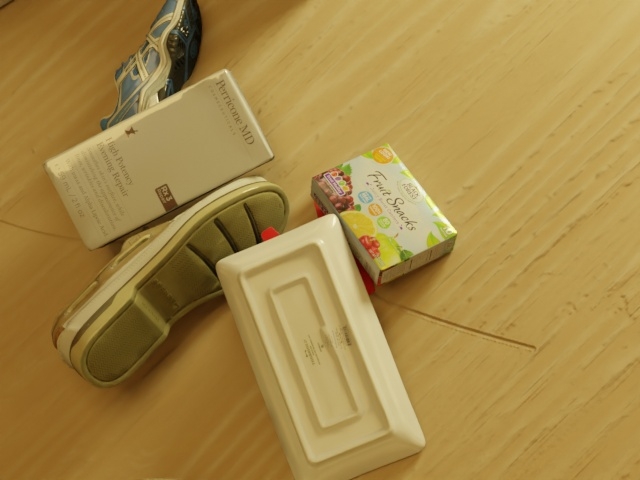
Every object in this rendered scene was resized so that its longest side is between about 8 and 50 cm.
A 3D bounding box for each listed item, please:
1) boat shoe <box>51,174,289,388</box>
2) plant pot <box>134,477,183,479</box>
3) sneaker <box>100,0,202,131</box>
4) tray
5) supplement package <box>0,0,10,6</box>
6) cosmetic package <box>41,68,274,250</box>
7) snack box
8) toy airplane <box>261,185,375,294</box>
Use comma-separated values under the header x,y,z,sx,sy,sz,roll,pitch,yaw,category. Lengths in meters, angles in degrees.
x,y,z,sx,sy,sz,roll,pitch,yaw,category
-0.171,0.027,1.682,0.302,0.113,0.103,-40,40,-17,boat shoe
-0.186,0.359,1.508,0.284,0.191,0.284,-6,67,15,plant pot
-0.198,-0.207,1.808,0.081,0.080,0.211,10,71,19,sneaker
-0.004,0.117,1.607,0.145,0.030,0.270,-23,78,6,tray
-0.470,-0.382,1.900,0.203,0.194,0.149,-31,62,2,supplement package
-0.178,-0.090,1.714,0.231,0.085,0.117,-28,93,2,cosmetic package
0.068,-0.029,1.660,0.100,0.037,0.141,-25,61,-21,snack box
0.000,0.000,1.684,0.151,0.028,0.151,-3,66,6,toy airplane
